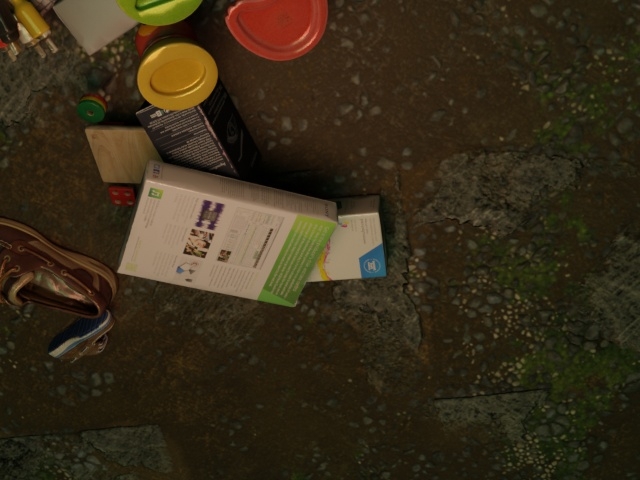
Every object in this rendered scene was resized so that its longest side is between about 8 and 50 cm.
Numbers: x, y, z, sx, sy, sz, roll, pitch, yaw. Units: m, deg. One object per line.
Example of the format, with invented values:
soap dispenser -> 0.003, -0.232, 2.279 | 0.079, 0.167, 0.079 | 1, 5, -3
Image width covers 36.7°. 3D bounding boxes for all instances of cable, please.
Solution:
cable -> -0.513, -0.399, 1.466 | 0.139, 0.072, 0.287 | -6, 118, 28

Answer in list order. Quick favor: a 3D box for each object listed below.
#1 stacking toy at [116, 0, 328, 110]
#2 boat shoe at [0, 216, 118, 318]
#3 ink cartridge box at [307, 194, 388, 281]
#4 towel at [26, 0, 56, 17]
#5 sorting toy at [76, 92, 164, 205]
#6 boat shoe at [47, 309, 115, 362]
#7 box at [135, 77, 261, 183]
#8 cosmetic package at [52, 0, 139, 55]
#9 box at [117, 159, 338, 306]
stacking toy -> -0.161, -0.369, 1.418 | 0.309, 0.130, 0.279 | -22, 137, 0
boat shoe -> -0.553, 0.060, 1.797 | 0.342, 0.123, 0.123 | 24, 118, -8
ink cartridge box -> 0.000, 0.000, 1.741 | 0.231, 0.078, 0.134 | -5, 118, 8
towel -> -0.490, -0.473, 1.499 | 0.235, 0.121, 0.284 | 37, 121, -23
sorting toy -> -0.325, -0.154, 1.686 | 0.132, 0.046, 0.274 | 2, 141, 7
boat shoe -> -0.456, 0.189, 1.897 | 0.183, 0.066, 0.066 | -27, 128, 34
box -> -0.199, -0.174, 1.619 | 0.108, 0.153, 0.207 | -20, 115, 16
cosmetic package -> -0.288, -0.404, 1.516 | 0.238, 0.127, 0.107 | -26, 114, 16
box -> -0.158, -0.004, 1.615 | 0.322, 0.058, 0.232 | 14, 135, -15
